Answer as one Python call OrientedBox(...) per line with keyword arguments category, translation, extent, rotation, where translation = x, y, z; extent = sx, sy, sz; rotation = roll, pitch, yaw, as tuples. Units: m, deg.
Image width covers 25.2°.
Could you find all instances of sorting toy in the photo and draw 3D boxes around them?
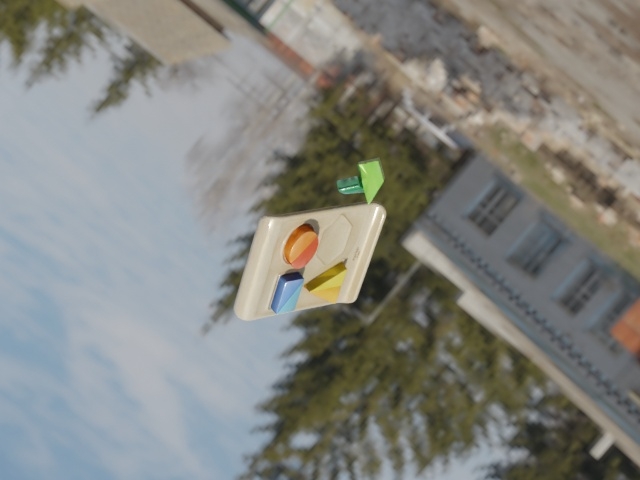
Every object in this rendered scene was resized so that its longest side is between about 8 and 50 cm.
OrientedBox(category="sorting toy", translation=(0.000, 0.000, 0.617), extent=(0.062, 0.083, 0.012), rotation=(-6, -139, -32))
